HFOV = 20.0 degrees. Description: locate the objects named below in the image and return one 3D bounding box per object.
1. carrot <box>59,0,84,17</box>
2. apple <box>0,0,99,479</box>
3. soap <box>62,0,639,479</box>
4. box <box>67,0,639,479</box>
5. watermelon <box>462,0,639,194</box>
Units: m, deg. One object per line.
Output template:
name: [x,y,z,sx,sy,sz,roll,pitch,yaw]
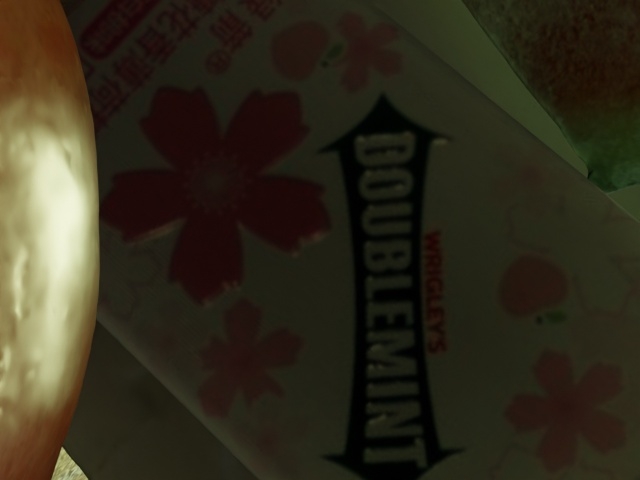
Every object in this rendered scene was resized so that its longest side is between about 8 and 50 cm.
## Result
carrot: [-0.052,-0.165,0.468,0.139,0.139,0.302,-42,-176,-38]
apple: [-0.162,0.008,0.355,0.242,0.242,0.241,-47,174,9]
soap: [0.031,0.056,1.028,0.350,0.435,0.213,-46,170,35]
box: [0.000,0.000,0.779,0.190,0.369,0.112,-48,160,-3]
watermelon: [0.101,-0.216,0.791,0.258,0.387,0.228,26,131,-38]
